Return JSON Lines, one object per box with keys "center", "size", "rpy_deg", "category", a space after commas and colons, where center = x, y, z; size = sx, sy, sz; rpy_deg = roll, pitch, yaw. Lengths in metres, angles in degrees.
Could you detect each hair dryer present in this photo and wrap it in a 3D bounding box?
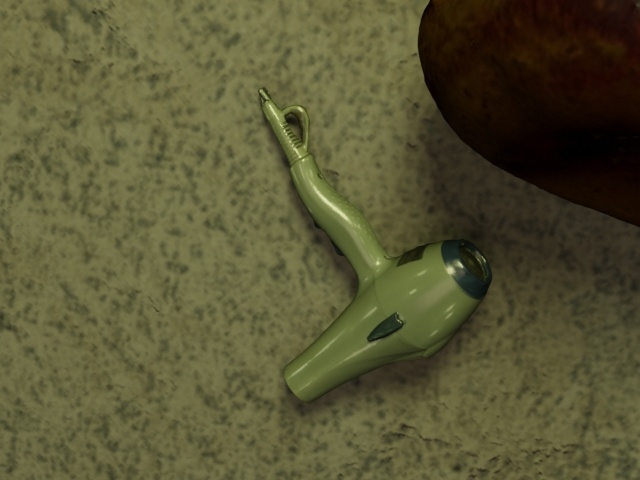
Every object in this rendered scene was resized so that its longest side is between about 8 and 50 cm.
{"center": [-0.005, 0.019, 0.700], "size": [0.199, 0.067, 0.167], "rpy_deg": [40, 117, 7], "category": "hair dryer"}

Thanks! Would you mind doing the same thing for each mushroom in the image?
{"center": [0.212, -0.102, 0.547], "size": [0.254, 0.267, 0.267], "rpy_deg": [-41, 99, -14], "category": "mushroom"}
